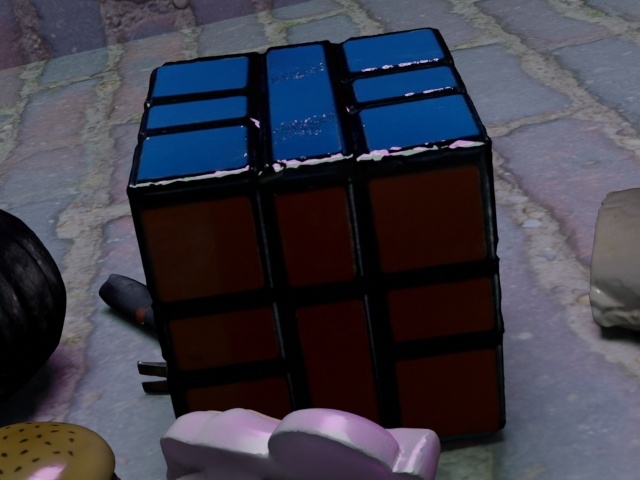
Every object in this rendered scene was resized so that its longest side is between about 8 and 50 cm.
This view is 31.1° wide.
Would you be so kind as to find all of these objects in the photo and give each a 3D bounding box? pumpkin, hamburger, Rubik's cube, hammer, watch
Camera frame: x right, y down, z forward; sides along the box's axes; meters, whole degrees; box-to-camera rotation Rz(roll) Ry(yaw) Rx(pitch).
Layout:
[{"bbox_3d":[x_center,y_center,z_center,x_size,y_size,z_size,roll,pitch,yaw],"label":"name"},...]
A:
[{"bbox_3d":[-0.408,0.051,1.155,0.295,0.296,0.296,-10,23,4],"label":"pumpkin"},{"bbox_3d":[-0.216,0.211,0.863,0.175,0.137,0.175,-13,22,6],"label":"hamburger"},{"bbox_3d":[0.000,0.000,1.009,0.283,0.294,0.288,-6,27,-1],"label":"Rubik's cube"},{"bbox_3d":[-0.172,0.092,1.243,0.137,0.037,0.289,-23,26,-28],"label":"hammer"},{"bbox_3d":[-0.042,0.232,0.712,0.248,0.211,0.217,-2,42,42],"label":"watch"}]

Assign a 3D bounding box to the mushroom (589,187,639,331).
[{"bbox_3d":[0.396,0.022,1.012,0.154,0.138,0.407,-15,13,-41],"label":"mushroom"}]
